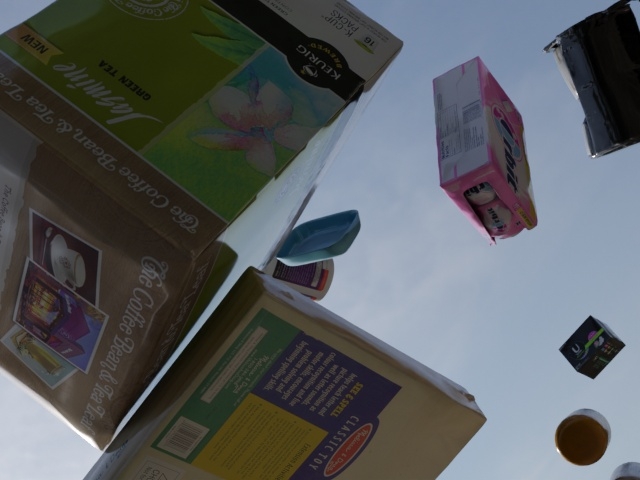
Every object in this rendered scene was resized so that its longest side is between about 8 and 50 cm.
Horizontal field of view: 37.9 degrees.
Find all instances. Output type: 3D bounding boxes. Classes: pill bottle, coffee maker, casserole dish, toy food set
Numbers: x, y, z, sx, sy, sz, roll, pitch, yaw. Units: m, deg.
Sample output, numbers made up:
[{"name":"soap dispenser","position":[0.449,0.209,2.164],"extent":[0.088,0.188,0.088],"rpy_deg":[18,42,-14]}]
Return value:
[{"name":"pill bottle","position":[-0.079,0.052,1.880],"extent":[0.193,0.108,0.108],"rpy_deg":[17,-77,-24]},{"name":"coffee maker","position":[0.393,-0.211,1.249],"extent":[0.120,0.178,0.171],"rpy_deg":[-21,-5,3]},{"name":"casserole dish","position":[0.000,0.000,1.701],"extent":[0.037,0.188,0.114],"rpy_deg":[55,-137,-23]},{"name":"toy food set","position":[0.307,0.183,0.723],"extent":[0.104,0.232,0.111],"rpy_deg":[11,-103,-69]}]

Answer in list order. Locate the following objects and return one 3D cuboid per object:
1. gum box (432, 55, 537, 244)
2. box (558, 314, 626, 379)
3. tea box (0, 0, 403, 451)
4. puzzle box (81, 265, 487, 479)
[{"name":"gum box","position":[0.178,-0.096,1.012],"extent":[0.107,0.062,0.188],"rpy_deg":[44,-146,-35]},{"name":"box","position":[0.461,0.181,1.580],"extent":[0.052,0.062,0.083],"rpy_deg":[25,-70,-36]},{"name":"tea box","position":[-0.144,-0.050,0.815],"extent":[0.323,0.220,0.329],"rpy_deg":[-51,-4,-42]},{"name":"puzzle box","position":[-0.073,0.244,0.844],"extent":[0.272,0.052,0.409],"rpy_deg":[33,-77,-29]}]
